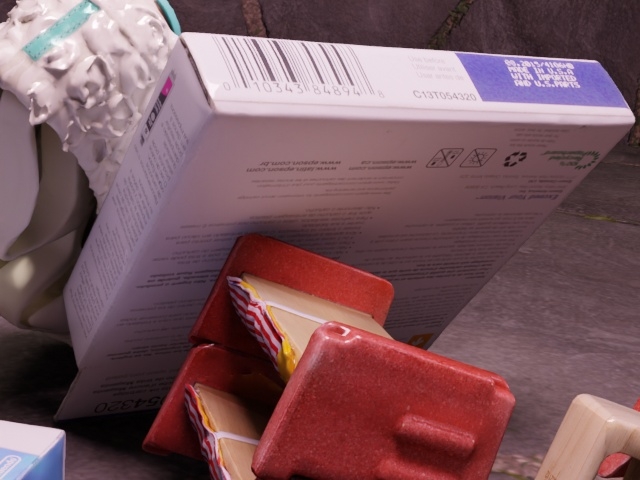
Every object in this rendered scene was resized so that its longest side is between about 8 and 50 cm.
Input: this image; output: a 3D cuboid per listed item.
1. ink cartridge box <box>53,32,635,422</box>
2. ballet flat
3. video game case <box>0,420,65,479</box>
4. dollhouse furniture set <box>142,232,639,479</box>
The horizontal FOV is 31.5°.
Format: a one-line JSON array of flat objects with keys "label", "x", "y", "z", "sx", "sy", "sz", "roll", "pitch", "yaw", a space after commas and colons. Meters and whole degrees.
[{"label": "ink cartridge box", "x": 0.000, "y": 0.000, "z": 0.790, "sx": 0.324, "sy": 0.330, "sz": 0.071, "roll": -3, "pitch": 56, "yaw": -34}, {"label": "ballet flat", "x": -0.189, "y": -0.019, "z": 0.795, "sx": 0.147, "sy": 0.409, "sz": 0.147, "roll": 6, "pitch": 53, "yaw": -8}, {"label": "video game case", "x": -0.288, "y": 0.147, "z": 0.548, "sx": 0.244, "sy": 0.061, "sz": 0.269, "roll": 7, "pitch": 13, "yaw": 8}, {"label": "dollhouse furniture set", "x": 0.107, "y": 0.141, "z": 0.654, "sx": 0.374, "sy": 0.152, "sz": 0.201, "roll": 20, "pitch": 8, "yaw": -18}]
